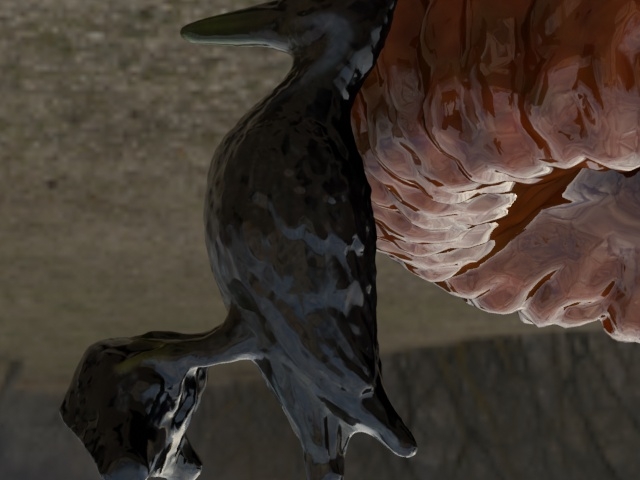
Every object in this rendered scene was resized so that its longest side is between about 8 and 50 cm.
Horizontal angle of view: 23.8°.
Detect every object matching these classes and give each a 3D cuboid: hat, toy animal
[{"bbox_3d":[0.183,-0.146,0.626,0.285,0.400,0.285,24,162,9],"label":"hat"},{"bbox_3d":[-0.011,0.003,0.435,0.105,0.202,0.070,16,174,6],"label":"toy animal"}]
